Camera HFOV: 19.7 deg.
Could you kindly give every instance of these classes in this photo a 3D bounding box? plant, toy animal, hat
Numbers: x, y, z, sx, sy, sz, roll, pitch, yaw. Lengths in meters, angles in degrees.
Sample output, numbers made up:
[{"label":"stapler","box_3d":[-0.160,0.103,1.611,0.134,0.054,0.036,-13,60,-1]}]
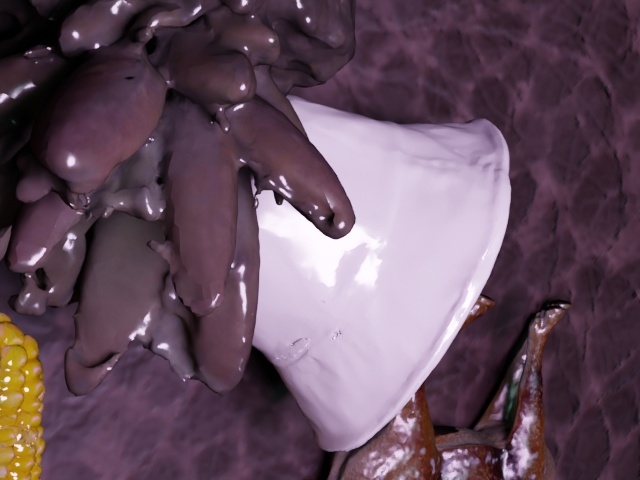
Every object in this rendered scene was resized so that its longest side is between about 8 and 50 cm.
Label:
[{"label":"plant","box_3d":[-0.088,-0.094,0.872,0.182,0.194,0.320,25,65,-37]},{"label":"toy animal","box_3d":[0.098,0.159,1.131,0.244,0.087,0.259,10,94,-20]},{"label":"hat","box_3d":[0.000,0.000,0.988,0.126,0.203,0.203,27,82,-18]}]

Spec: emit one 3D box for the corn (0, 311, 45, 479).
[{"label":"corn","box_3d":[-0.195,0.171,0.921,0.101,0.101,0.291,4,98,-33]}]
